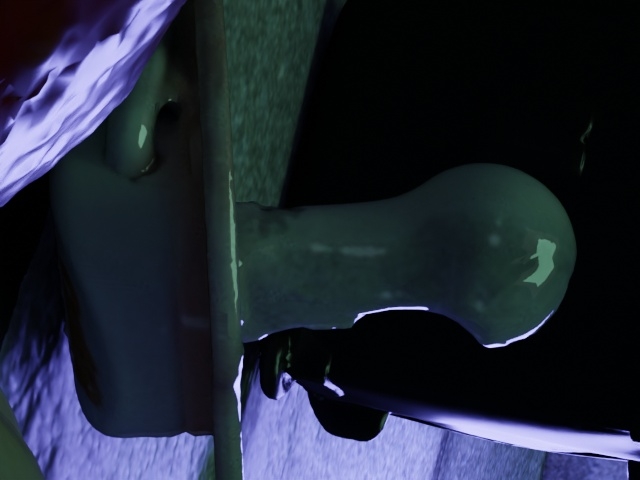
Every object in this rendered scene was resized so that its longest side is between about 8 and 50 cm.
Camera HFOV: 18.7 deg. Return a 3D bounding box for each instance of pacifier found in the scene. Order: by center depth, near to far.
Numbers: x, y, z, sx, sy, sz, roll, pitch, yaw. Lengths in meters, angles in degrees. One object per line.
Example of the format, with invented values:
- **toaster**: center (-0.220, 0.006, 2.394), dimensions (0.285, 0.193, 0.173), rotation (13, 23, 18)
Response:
- **pacifier**: center (-0.028, 0.014, 0.976), dimensions (0.220, 0.273, 0.332), rotation (-50, 153, -36)

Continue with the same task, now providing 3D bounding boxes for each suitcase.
- **suitcase**: center (0.150, -0.013, 1.342), dimensions (0.188, 0.345, 0.339), rotation (35, 66, -66)

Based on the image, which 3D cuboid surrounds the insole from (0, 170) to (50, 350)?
- **insole**: center (-0.158, 0.019, 0.900), dimensions (0.110, 0.012, 0.309), rotation (44, 57, -74)

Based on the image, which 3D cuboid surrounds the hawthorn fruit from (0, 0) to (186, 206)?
- **hawthorn fruit**: center (-0.178, -0.096, 0.372), dimensions (0.369, 0.285, 0.284), rotation (-43, 145, -29)

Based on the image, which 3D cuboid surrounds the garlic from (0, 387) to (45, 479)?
- **garlic**: center (-0.183, 0.115, 0.581), dimensions (0.203, 0.185, 0.281), rotation (-66, 166, 8)
